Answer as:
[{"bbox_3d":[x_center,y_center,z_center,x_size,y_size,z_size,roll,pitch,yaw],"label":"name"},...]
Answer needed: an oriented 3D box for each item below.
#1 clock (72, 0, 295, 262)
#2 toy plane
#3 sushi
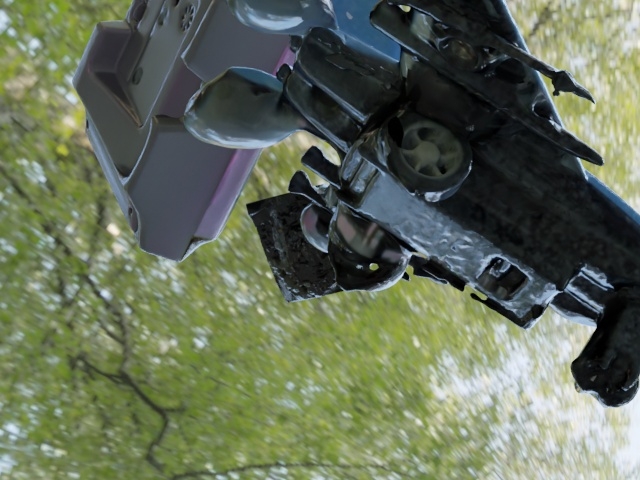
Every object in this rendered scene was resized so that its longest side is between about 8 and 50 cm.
[{"bbox_3d":[-0.097,-0.130,1.091,0.253,0.083,0.186,-63,-147,21],"label":"clock"},{"bbox_3d":[0.066,-0.001,0.493,0.246,0.169,0.078,42,-120,8],"label":"toy plane"},{"bbox_3d":[0.000,0.000,1.148,0.084,0.056,0.083,-12,-88,24],"label":"sushi"}]
